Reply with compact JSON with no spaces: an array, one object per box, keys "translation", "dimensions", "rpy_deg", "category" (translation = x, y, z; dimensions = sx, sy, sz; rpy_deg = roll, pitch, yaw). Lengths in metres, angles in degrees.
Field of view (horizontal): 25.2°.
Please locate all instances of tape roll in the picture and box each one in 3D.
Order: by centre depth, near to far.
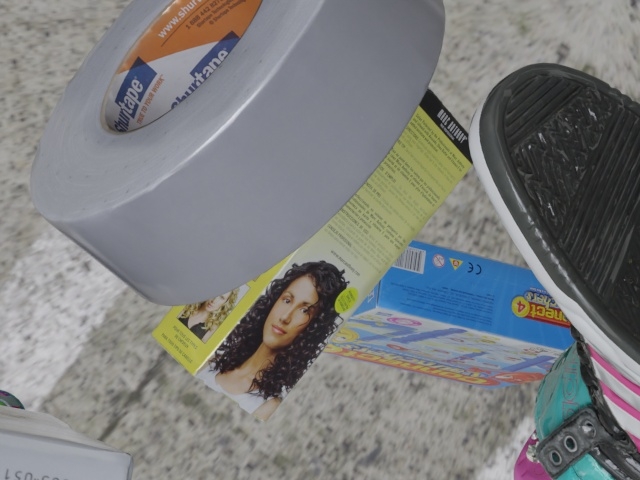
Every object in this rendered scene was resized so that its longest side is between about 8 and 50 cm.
[{"translation":[-0.045,-0.076,0.714],"dimensions":[0.219,0.219,0.072],"rpy_deg":[-39,121,15],"category":"tape roll"}]

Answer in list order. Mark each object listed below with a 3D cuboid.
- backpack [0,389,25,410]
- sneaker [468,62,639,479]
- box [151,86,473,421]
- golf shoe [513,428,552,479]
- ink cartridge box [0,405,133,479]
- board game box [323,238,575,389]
[{"translation":[-0.378,0.235,1.489],"dimensions":[0.165,0.188,0.144],"rpy_deg":[0,128,-14],"category":"backpack"},{"translation":[0.156,0.046,0.752],"dimensions":[0.295,0.178,0.124],"rpy_deg":[48,63,-8],"category":"sneaker"},{"translation":[0.000,0.000,0.922],"dimensions":[0.232,0.087,0.058],"rpy_deg":[-52,48,-1],"category":"box"},{"translation":[0.354,0.242,1.672],"dimensions":[0.306,0.115,0.140],"rpy_deg":[-26,132,-24],"category":"golf shoe"},{"translation":[-0.209,0.104,0.715],"dimensions":[0.189,0.232,0.066],"rpy_deg":[14,79,-19],"category":"ink cartridge box"},{"translation":[0.147,0.092,1.684],"dimensions":[0.308,0.302,0.086],"rpy_deg":[14,74,-18],"category":"board game box"}]
